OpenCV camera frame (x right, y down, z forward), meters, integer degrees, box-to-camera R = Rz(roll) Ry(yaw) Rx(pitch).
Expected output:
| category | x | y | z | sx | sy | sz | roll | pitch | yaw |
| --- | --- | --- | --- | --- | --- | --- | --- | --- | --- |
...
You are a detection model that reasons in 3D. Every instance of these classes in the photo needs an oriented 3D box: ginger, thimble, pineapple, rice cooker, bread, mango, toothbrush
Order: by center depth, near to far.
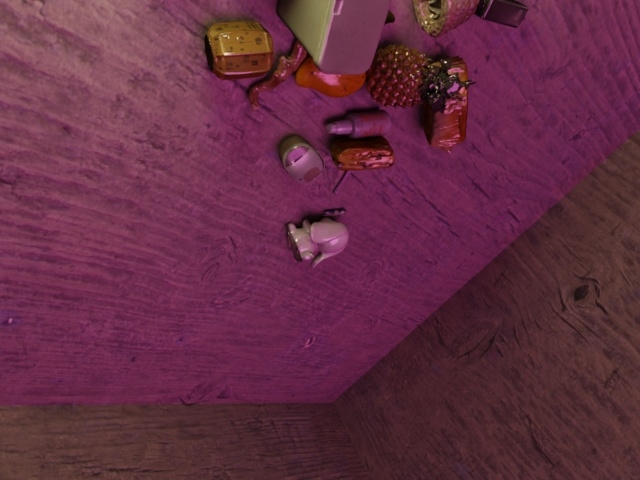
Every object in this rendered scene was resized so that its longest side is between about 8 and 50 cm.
| category | x | y | z | sx | sy | sz | roll | pitch | yaw |
| --- | --- | --- | --- | --- | --- | --- | --- | --- | --- |
| thimble | 0.407 | -0.789 | 1.564 | 0.148 | 0.196 | 0.229 | -28 | 142 | -7 |
| ginger | -0.137 | -0.541 | 1.565 | 0.288 | 0.075 | 0.089 | -44 | 171 | 7 |
| mango | 0.043 | -0.561 | 1.635 | 0.262 | 0.109 | 0.157 | -12 | 136 | -29 |
| pineapple | 0.345 | -0.540 | 1.661 | 0.223 | 0.357 | 0.223 | -35 | 139 | -38 |
| rice cooker | -0.073 | -0.305 | 1.839 | 0.145 | 0.127 | 0.206 | -37 | 147 | 8 |
| bread | 0.160 | -0.348 | 1.881 | 0.235 | 0.210 | 0.099 | -7 | 119 | -4 |
| bread | 0.503 | -0.542 | 1.911 | 0.183 | 0.236 | 0.388 | -13 | 151 | 1 |
| toothbrush | 0.148 | -0.330 | 2.045 | 0.024 | 0.029 | 0.354 | 16 | 124 | -28 |

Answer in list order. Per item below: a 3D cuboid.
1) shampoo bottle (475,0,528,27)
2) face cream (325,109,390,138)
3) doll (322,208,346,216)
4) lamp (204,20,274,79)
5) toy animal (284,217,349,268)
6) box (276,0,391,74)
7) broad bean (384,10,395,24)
| category | x | y | z | sx | sy | sz | roll | pitch | yaw |
| --- | --- | --- | --- | --- | --- | --- | --- | --- | --- |
| shampoo bottle | 0.644 | -0.847 | 1.765 | 0.246 | 0.079 | 0.080 | -4 | 134 | -32 |
| face cream | 0.140 | -0.441 | 1.852 | 0.252 | 0.101 | 0.101 | -13 | 139 | -24 |
| doll | 0.064 | -0.126 | 2.221 | 0.125 | 0.027 | 0.037 | -9 | 145 | -28 |
| lamp | -0.238 | -0.554 | 1.413 | 0.185 | 0.161 | 0.161 | -12 | 139 | -20 |
| toy animal | -0.014 | -0.003 | 2.185 | 0.289 | 0.174 | 0.249 | -34 | 144 | 5 |
| box | 0.034 | -0.685 | 1.293 | 0.177 | 0.344 | 0.352 | -9 | 137 | -26 |
| broad bean | 0.146 | -0.739 | 1.561 | 0.254 | 0.046 | 0.065 | 2 | 132 | -36 |
